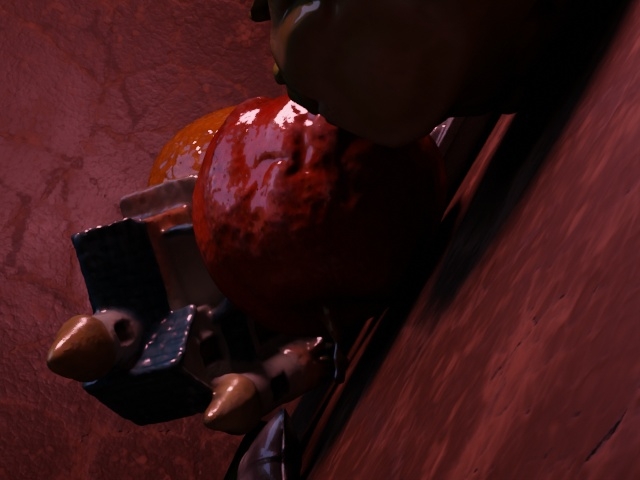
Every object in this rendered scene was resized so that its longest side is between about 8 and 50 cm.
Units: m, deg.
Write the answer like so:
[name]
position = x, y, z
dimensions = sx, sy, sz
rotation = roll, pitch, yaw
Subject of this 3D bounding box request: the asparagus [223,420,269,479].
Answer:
[asparagus]
position = -0.093, 0.294, 1.155
dimensions = 0.278, 0.060, 0.067
rotation = -63, 0, -40

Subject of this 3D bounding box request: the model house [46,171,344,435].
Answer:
[model house]
position = -0.142, 0.075, 1.191
dimensions = 0.194, 0.267, 0.325
rotation = -13, 5, 26

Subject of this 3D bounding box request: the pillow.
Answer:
[pillow]
position = -0.049, 0.217, 1.100
dimensions = 0.091, 0.055, 0.136
rotation = -63, 0, -28

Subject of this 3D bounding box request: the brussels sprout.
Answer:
[brussels sprout]
position = 0.101, -0.220, 0.903
dimensions = 0.328, 0.247, 0.328
rotation = -57, -20, -33

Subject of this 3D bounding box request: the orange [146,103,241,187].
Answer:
[orange]
position = -0.071, -0.008, 1.524
dimensions = 0.322, 0.322, 0.357
rotation = -60, -8, -19

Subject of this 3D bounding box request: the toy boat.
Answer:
[toy boat]
position = 0.090, -0.073, 1.249
dimensions = 0.319, 0.092, 0.141
rotation = -62, 19, 9

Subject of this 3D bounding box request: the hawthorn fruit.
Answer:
[hawthorn fruit]
position = 0.000, 0.000, 1.079
dimensions = 0.242, 0.242, 0.272
rotation = 120, 153, -60
